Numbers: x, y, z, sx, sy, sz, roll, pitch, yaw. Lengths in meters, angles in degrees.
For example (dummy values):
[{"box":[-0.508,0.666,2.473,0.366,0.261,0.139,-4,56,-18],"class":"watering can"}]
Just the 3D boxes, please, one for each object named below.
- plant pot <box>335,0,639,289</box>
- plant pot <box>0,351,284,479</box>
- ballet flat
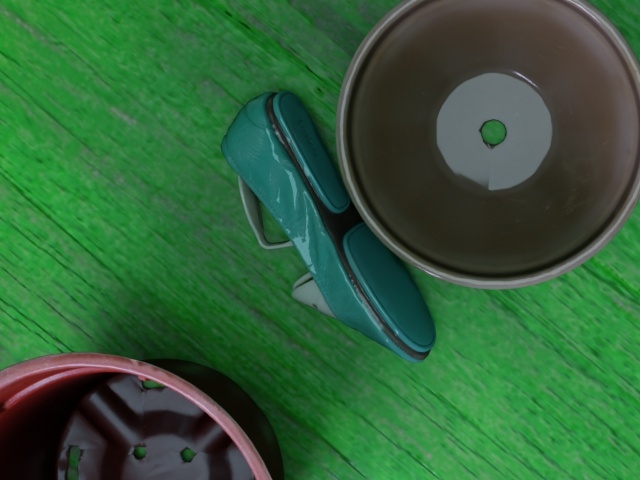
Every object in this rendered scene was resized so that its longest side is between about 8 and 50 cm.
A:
[{"box":[0.134,-0.083,1.204,0.237,0.110,0.237,0,92,6],"class":"plant pot"},{"box":[-0.143,0.204,1.171,0.272,0.265,0.272,0,92,6],"class":"plant pot"},{"box":[0.000,0.000,1.248,0.087,0.083,0.247,-32,89,31],"class":"ballet flat"}]
